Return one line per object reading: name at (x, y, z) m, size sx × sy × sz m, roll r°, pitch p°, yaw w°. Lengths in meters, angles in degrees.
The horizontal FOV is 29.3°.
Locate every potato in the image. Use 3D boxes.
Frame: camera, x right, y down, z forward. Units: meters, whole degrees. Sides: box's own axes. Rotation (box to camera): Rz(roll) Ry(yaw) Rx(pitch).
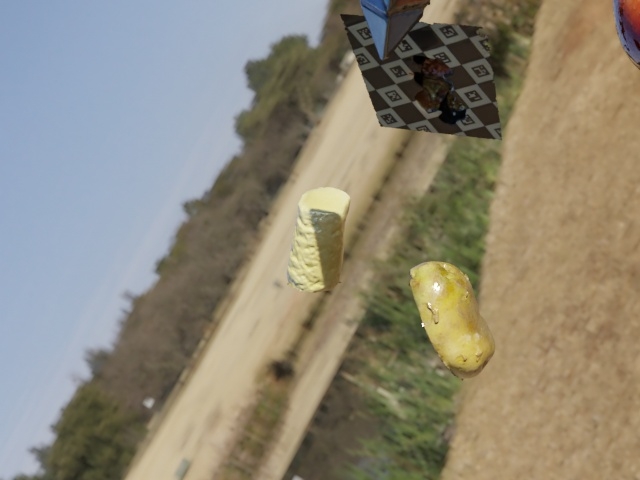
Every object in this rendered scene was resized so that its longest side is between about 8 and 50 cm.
potato at (0.215, 0.117, 1.898) m, size 0.081 × 0.200 × 0.164 m, roll -23°, pitch 23°, yaw 17°

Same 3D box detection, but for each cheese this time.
cheese at (0.000, 0.000, 2.160) m, size 0.123 × 0.094 × 0.167 m, roll -41°, pitch -35°, yaw -59°

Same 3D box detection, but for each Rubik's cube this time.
Rubik's cube at (0.069, -0.348, 1.534) m, size 0.284 × 0.250 × 0.234 m, roll -28°, pitch -48°, yaw -52°

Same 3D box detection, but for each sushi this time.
sushi at (0.196, -0.303, 2.170) m, size 0.290 × 0.264 × 0.050 m, roll 67°, pitch -141°, yaw -50°

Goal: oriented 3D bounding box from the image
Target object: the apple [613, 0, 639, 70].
apple at (0.536, -0.333, 1.769) m, size 0.218 × 0.201 × 0.218 m, roll -20°, pitch -2°, yaw -1°
